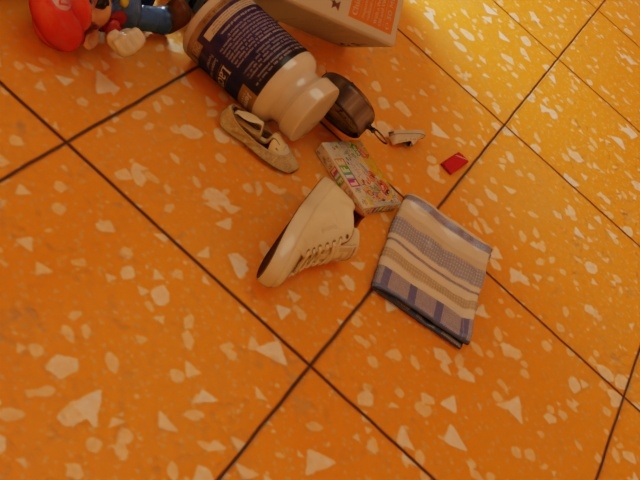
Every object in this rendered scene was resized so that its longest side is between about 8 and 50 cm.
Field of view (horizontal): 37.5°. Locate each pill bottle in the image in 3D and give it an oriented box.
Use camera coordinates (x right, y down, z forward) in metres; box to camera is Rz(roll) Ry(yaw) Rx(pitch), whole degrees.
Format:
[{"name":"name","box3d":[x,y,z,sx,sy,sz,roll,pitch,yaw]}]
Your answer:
[{"name":"pill bottle","box3d":[-0.103,-0.307,1.667,0.265,0.153,0.153,43,39,8]}]

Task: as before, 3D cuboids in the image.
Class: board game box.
[{"name":"board game box","box3d":[0.070,-0.117,1.739,0.103,0.026,0.154,-11,62,-43]}]

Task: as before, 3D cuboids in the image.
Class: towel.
[{"name":"towel","box3d":[0.208,0.046,1.695,0.209,0.034,0.285,34,40,-7]}]

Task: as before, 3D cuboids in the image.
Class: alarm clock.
[{"name":"alarm clock","box3d":[0.057,-0.243,1.757,0.064,0.129,0.192,-44,75,-9]}]

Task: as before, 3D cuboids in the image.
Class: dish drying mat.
[{"name":"dish drying mat","box3d":[0.280,-0.162,1.962,0.032,0.008,0.083,48,40,7]}]

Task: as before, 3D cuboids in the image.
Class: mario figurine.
[{"name":"mario figurine","box3d":[-0.338,-0.403,1.556,0.198,0.170,0.320,15,24,24]}]

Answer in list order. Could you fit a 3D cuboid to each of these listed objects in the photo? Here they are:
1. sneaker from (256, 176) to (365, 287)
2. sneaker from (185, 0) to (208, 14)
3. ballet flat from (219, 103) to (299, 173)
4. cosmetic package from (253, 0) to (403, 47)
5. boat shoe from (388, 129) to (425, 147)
[{"name":"sneaker","box3d":[0.000,0.000,1.513,0.123,0.106,0.290,37,38,-1]},{"name":"sneaker","box3d":[-0.235,-0.463,1.793,0.144,0.053,0.059,11,50,-30]},{"name":"ballet flat","box3d":[-0.101,-0.177,1.637,0.168,0.052,0.057,33,43,-10]},{"name":"cosmetic package","box3d":[-0.038,-0.545,1.812,0.453,0.161,0.230,12,91,-41]},{"name":"boat shoe","box3d":[0.177,-0.204,1.905,0.100,0.035,0.035,-5,85,-46]}]
